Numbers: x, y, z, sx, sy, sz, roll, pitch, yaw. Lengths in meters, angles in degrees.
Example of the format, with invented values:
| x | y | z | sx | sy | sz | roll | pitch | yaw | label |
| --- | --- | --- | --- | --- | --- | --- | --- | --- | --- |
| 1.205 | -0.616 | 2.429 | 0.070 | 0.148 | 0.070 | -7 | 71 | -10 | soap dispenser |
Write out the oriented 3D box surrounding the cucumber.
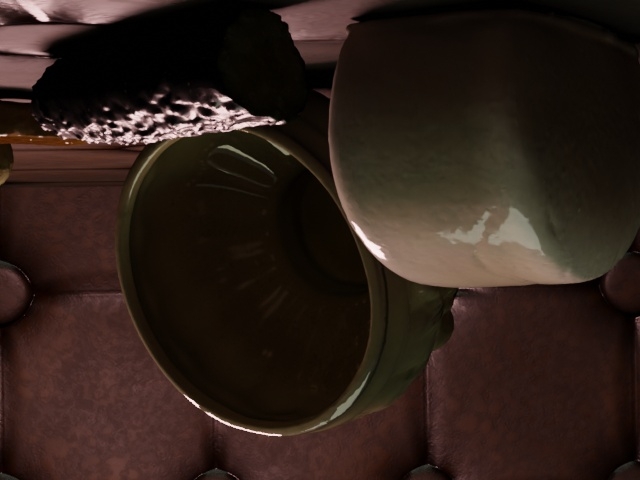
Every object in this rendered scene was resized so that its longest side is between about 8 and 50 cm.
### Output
| x | y | z | sx | sy | sz | roll | pitch | yaw | label |
| --- | --- | --- | --- | --- | --- | --- | --- | --- | --- |
| -0.116 | -0.094 | 0.836 | 0.072 | 0.072 | 0.300 | -1 | 180 | -37 | cucumber |

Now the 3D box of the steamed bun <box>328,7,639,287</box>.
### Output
| x | y | z | sx | sy | sz | roll | pitch | yaw | label |
| --- | --- | --- | --- | --- | --- | --- | --- | --- | --- |
| 0.119 | -0.052 | 0.840 | 0.146 | 0.164 | 0.241 | -2 | 178 | 33 | steamed bun |

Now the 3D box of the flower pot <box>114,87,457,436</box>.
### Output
| x | y | z | sx | sy | sz | roll | pitch | yaw | label |
| --- | --- | --- | --- | --- | --- | --- | --- | --- | --- |
| 0.000 | 0.000 | 1.164 | 0.307 | 0.307 | 0.244 | -1 | -164 | 35 | flower pot |

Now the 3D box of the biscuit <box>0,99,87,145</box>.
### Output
| x | y | z | sx | sy | sz | roll | pitch | yaw | label |
| --- | --- | --- | --- | --- | --- | --- | --- | --- | --- |
| -0.345 | -0.105 | 1.135 | 0.320 | 0.047 | 0.183 | 0 | -178 | -26 | biscuit |

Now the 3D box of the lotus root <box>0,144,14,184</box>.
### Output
| x | y | z | sx | sy | sz | roll | pitch | yaw | label |
| --- | --- | --- | --- | --- | --- | --- | --- | --- | --- |
| -0.359 | -0.088 | 1.325 | 0.090 | 0.077 | 0.183 | -9 | -173 | -29 | lotus root |
